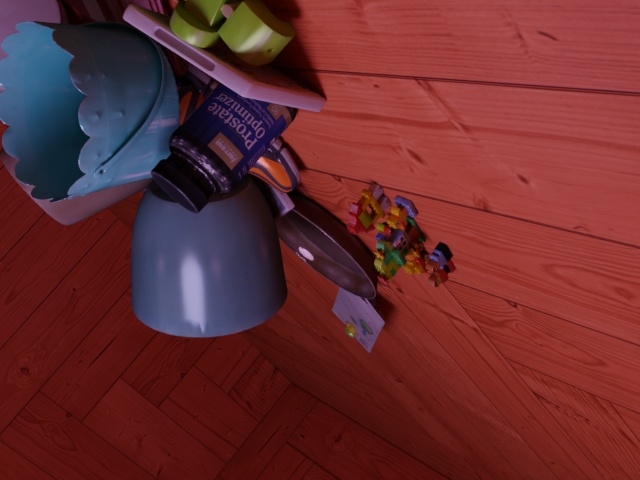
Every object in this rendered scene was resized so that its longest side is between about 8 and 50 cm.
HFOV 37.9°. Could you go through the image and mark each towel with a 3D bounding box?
[{"bbox_3d":[-0.354,-0.410,1.474,0.329,0.037,0.237,35,161,22],"label":"towel"}]

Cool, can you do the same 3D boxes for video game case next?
[{"bbox_3d":[-0.120,-0.239,1.239,0.206,0.026,0.227,35,-165,19],"label":"video game case"},{"bbox_3d":[-0.129,-0.108,1.766,0.173,0.022,0.190,56,158,0],"label":"video game case"}]

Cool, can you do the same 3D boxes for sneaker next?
[{"bbox_3d":[-0.195,-0.157,1.590,0.321,0.180,0.124,42,166,-9],"label":"sneaker"}]

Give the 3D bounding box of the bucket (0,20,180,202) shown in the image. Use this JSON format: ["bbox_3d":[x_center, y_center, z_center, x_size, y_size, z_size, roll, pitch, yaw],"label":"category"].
[{"bbox_3d":[-0.357,-0.204,1.434,0.281,0.183,0.281,15,110,44],"label":"bucket"}]

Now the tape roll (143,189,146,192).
[{"bbox_3d":[-0.445,-0.206,2.296,0.275,0.090,0.275,38,167,10],"label":"tape roll"}]

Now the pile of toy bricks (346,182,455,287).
[{"bbox_3d":[0.122,0.020,1.479,0.118,0.105,0.212,26,161,43],"label":"pile of toy bricks"}]

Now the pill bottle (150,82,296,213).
[{"bbox_3d":[-0.148,-0.151,1.402,0.123,0.219,0.123,37,166,11],"label":"pill bottle"}]

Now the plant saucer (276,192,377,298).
[{"bbox_3d":[0.000,0.000,1.862,0.311,0.050,0.310,36,165,11],"label":"plant saucer"}]

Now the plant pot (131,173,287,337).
[{"bbox_3d":[-0.211,-0.001,1.699,0.293,0.293,0.235,26,128,44],"label":"plant pot"}]

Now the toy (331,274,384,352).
[{"bbox_3d":[0.096,0.156,2.073,0.137,0.056,0.237,49,158,14],"label":"toy"}]

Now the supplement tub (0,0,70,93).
[{"bbox_3d":[-0.612,-0.390,1.827,0.235,0.235,0.325,42,166,-9],"label":"supplement tub"}]

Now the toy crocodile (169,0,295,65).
[{"bbox_3d":[-0.177,-0.341,1.142,0.340,0.105,0.115,38,125,9],"label":"toy crocodile"}]

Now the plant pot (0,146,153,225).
[{"bbox_3d":[-0.435,-0.187,1.761,0.323,0.280,0.323,49,178,2],"label":"plant pot"}]
